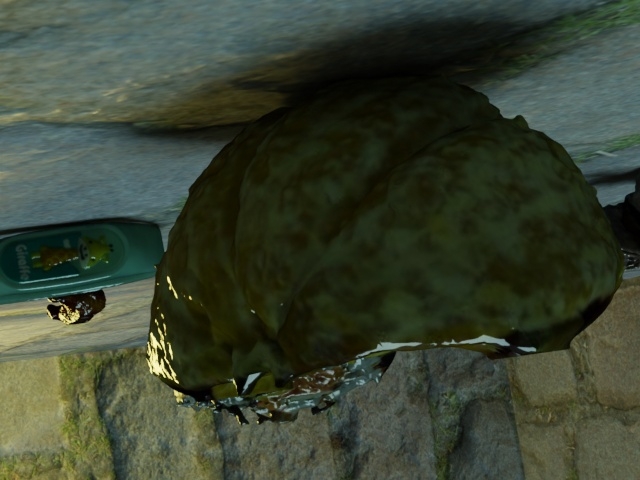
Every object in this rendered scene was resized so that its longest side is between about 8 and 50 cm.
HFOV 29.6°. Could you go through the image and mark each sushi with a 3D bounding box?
[{"bbox_3d":[-0.049,0.162,1.895,0.417,0.176,0.417,-18,162,-6],"label":"sushi"}]

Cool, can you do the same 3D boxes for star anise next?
[{"bbox_3d":[0.391,-0.020,1.509,0.236,0.093,0.229,-36,160,34],"label":"star anise"}]

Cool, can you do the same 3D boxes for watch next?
[{"bbox_3d":[-0.286,0.026,1.313,0.237,0.068,0.195,-11,176,-14],"label":"watch"}]

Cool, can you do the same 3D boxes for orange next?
[{"bbox_3d":[0.033,-0.003,0.855,0.271,0.210,0.368,-5,171,-42],"label":"orange"}]

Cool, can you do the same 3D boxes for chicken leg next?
[{"bbox_3d":[-0.364,0.096,1.810,0.089,0.048,0.219,-10,174,-14],"label":"chicken leg"}]
